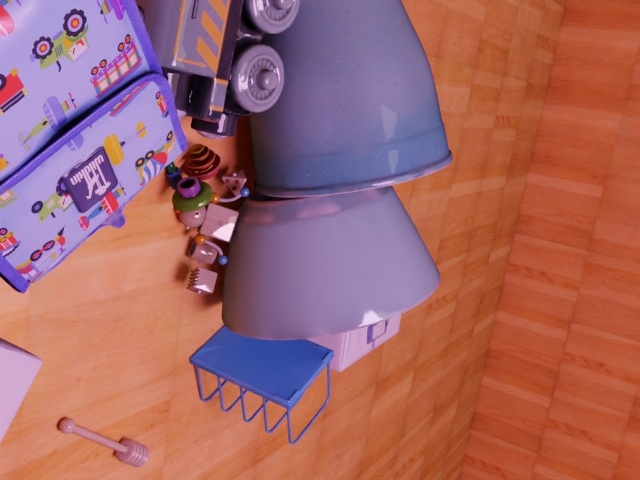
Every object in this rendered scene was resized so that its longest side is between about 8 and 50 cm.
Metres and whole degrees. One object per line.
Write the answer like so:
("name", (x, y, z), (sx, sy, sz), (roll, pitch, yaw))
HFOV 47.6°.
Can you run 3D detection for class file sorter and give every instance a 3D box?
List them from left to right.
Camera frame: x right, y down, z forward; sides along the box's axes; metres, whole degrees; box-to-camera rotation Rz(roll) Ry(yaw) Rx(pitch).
("file sorter", (-0.083, 0.203, 1.061), (0.118, 0.170, 0.104), (-44, 144, -44))

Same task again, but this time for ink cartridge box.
("ink cartridge box", (0.026, 0.128, 1.234), (0.212, 0.154, 0.093), (-16, 117, -57))

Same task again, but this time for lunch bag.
("lunch bag", (-0.246, -0.098, 0.627), (0.221, 0.138, 0.293), (-49, 151, -19))

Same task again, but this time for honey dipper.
("honey dipper", (-0.266, 0.249, 0.895), (0.030, 0.031, 0.160), (-64, 150, -18))

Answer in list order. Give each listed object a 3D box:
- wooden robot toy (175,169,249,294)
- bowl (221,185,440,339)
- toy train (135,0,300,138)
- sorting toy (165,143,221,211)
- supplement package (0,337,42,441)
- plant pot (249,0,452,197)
("wooden robot toy", (-0.156, -0.022, 0.942), (0.079, 0.076, 0.173), (20, 86, -27))
("bowl", (0.000, 0.000, 1.002), (0.311, 0.312, 0.163), (-31, 115, -53))
("toy train", (-0.122, -0.279, 0.782), (0.190, 0.142, 0.333), (0, 107, -48))
("sorting toy", (-0.159, -0.083, 0.883), (0.102, 0.061, 0.042), (-80, 163, -44))
("supplement package", (-0.345, 0.154, 0.616), (0.179, 0.105, 0.105), (-65, 151, -14))
("plant pot", (0.024, -0.214, 0.960), (0.272, 0.272, 0.255), (-30, 115, -53))
